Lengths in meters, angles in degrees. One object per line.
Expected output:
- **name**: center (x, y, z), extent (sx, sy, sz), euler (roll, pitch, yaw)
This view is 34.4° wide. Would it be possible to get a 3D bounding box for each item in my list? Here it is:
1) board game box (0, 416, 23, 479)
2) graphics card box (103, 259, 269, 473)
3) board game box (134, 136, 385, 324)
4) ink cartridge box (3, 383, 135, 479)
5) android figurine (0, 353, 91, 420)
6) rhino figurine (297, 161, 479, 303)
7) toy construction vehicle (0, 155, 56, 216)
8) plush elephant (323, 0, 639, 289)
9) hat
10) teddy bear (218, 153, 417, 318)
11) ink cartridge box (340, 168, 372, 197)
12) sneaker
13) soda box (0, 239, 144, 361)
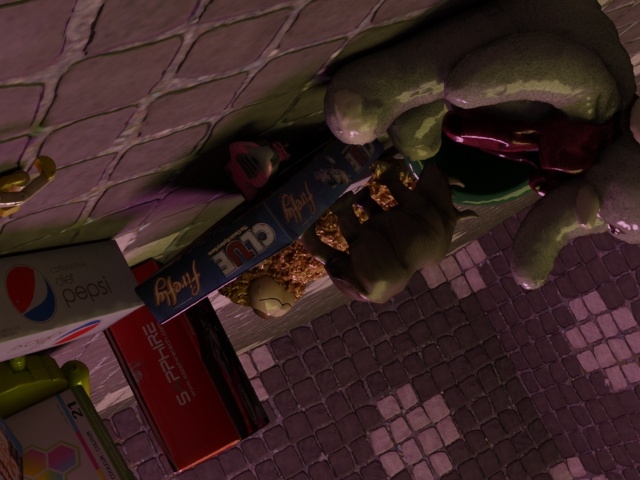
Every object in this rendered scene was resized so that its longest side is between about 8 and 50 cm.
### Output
- **board game box**: center (-0.455, 0.306, 1.106), extent (0.232, 0.141, 0.291), euler (-27, -152, -4)
- **graphics card box**: center (-0.167, 0.161, 1.323), extent (0.094, 0.233, 0.371), euler (-28, 172, -2)
- **board game box**: center (-0.049, -0.023, 0.966), extent (0.165, 0.042, 0.243), euler (-32, -173, 31)
- **ink cartridge box**: center (-0.374, 0.325, 1.287), extent (0.255, 0.189, 0.097), euler (-24, 150, -26)
- **android figurine**: center (-0.418, 0.236, 1.365), extent (0.248, 0.056, 0.273), euler (-25, 150, -24)
- **rhino figurine**: center (0.081, -0.016, 1.025), extent (0.073, 0.106, 0.243), euler (-38, 176, 42)
- **toy construction vehicle**: center (-0.219, -0.020, 0.646), extent (0.098, 0.035, 0.086), euler (-22, 171, -35)
- **plush elephant**: center (0.213, -0.084, 0.891), extent (0.330, 0.255, 0.272), euler (-29, 173, 9)
- **hat**: center (0.175, -0.155, 1.151), extent (0.173, 0.183, 0.208), euler (11, 134, -6)
- **teddy bear**: center (0.000, 0.000, 1.294), extent (0.338, 0.113, 0.245), euler (-29, 170, 14)
- **ink cartridge box**: center (0.024, -0.073, 1.104), extent (0.028, 0.048, 0.083), euler (-25, 174, -16)
- **sneaker**: center (-0.048, -0.072, 0.898), extent (0.057, 0.047, 0.119), euler (-32, -178, -14)
- **soda box**: center (-0.251, 0.055, 0.904), extent (0.069, 0.074, 0.216), euler (-31, 172, 25)
